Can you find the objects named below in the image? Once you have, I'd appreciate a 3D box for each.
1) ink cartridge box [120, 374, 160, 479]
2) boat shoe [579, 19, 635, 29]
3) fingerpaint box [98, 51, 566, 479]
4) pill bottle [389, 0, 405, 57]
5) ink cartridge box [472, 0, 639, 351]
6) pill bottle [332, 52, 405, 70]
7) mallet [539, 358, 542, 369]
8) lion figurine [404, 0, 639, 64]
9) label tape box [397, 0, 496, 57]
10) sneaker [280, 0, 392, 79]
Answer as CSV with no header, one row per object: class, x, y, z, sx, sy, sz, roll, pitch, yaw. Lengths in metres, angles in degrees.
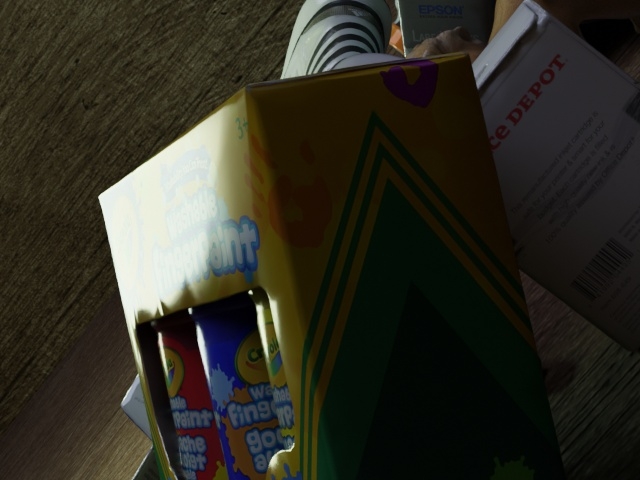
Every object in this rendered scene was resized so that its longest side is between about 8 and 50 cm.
ink cartridge box,-0.135,0.173,1.766,0.330,0.071,0.324,-58,-15,-14
boat shoe,0.316,-0.308,1.547,0.187,0.156,0.500,-62,-2,-12
fingerpaint box,-0.013,0.099,1.122,0.163,0.371,0.445,-11,-2,-21
pill bottle,0.194,-0.359,2.190,0.245,0.130,0.130,-52,12,7
ink cartridge box,0.188,-0.049,1.128,0.158,0.218,0.092,-51,12,12
pill bottle,0.014,0.030,1.553,0.407,0.229,0.229,-58,13,-19
mallet,0.118,0.170,1.243,0.189,0.039,0.062,-61,13,-15
lion figurine,0.196,-0.157,1.352,0.142,0.240,0.392,-45,14,36
label tape box,0.165,-0.285,1.690,0.240,0.106,0.333,-66,-27,-44
sneaker,-0.023,-0.100,2.053,0.257,0.169,0.447,-83,8,-51
